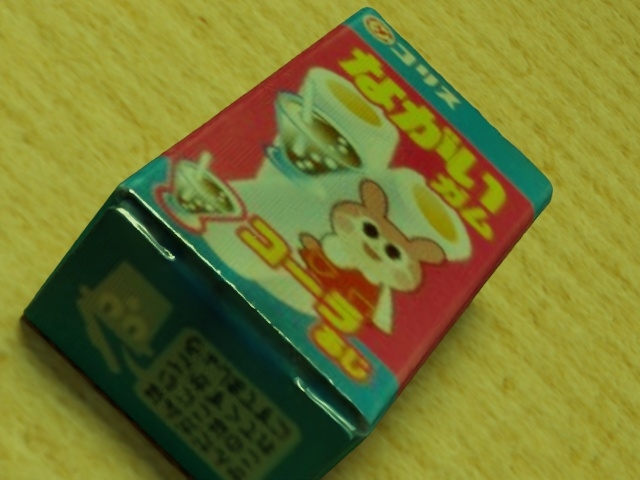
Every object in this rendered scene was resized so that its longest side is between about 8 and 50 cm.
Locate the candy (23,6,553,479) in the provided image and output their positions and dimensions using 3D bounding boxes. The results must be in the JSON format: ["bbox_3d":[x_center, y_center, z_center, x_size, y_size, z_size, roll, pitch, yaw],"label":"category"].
[{"bbox_3d":[-0.001,0.001,0.904,0.157,0.100,0.306,43,34,1],"label":"candy"}]
